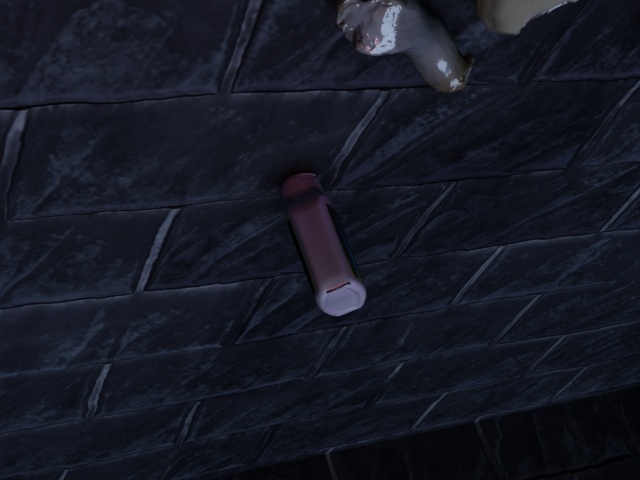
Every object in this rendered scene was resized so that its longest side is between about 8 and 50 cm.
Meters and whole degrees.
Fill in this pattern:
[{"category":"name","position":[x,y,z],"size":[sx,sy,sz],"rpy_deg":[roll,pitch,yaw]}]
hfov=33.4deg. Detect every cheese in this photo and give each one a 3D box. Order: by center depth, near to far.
[{"category":"cheese","position":[0.279,-0.362,1.324],"size":[0.163,0.070,0.249],"rpy_deg":[-18,153,-10]}]

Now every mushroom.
[{"category":"mushroom","position":[0.113,-0.263,1.364],"size":[0.099,0.096,0.278],"rpy_deg":[-33,155,24]}]

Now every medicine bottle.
[{"category":"medicine bottle","position":[0.000,0.000,1.618],"size":[0.078,0.219,0.115],"rpy_deg":[-23,153,5]}]
